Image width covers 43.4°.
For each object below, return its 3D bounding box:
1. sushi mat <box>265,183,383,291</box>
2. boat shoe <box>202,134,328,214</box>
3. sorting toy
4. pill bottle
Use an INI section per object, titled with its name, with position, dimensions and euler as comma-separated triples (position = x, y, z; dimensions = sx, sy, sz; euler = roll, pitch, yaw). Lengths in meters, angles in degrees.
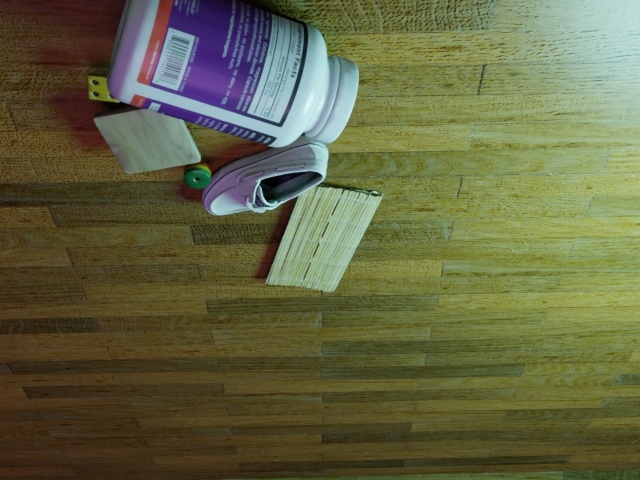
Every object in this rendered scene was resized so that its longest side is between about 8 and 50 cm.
[sushi mat]
position = 0.000, 0.000, 1.553
dimensions = 0.152, 0.019, 0.316
euler = 10, 140, -13
[boat shoe]
position = -0.102, -0.094, 1.377
dimensions = 0.258, 0.084, 0.095
euler = -27, 136, 28
[sorting toy]
position = -0.277, -0.182, 1.290
dimensions = 0.132, 0.046, 0.274
euler = -9, 142, 10
[pill bottle]
position = -0.118, -0.239, 1.115
dimensions = 0.323, 0.181, 0.181
euler = 15, 139, -20
